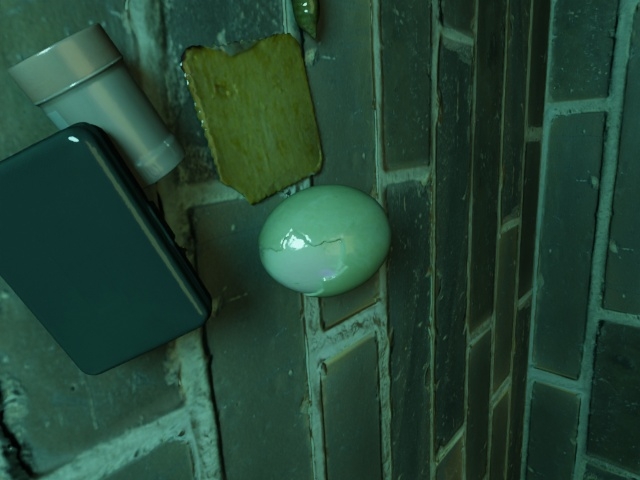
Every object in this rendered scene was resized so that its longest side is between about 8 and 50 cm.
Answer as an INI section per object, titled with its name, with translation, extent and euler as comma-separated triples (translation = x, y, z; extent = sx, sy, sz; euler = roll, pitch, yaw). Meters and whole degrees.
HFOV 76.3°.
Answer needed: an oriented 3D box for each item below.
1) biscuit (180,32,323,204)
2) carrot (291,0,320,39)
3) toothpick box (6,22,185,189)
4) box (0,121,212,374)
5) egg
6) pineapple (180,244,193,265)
[biscuit]
translation = -0.087, -0.191, 0.643
extent = 0.232, 0.013, 0.236
euler = -34, 119, -40
[carrot]
translation = -0.042, -0.487, 0.608
extent = 0.070, 0.070, 0.342
euler = -30, 119, -41
[toothpick box]
translation = -0.228, -0.133, 0.433
extent = 0.098, 0.099, 0.148
euler = -51, 130, -30
[box]
translation = -0.231, 0.018, 0.411
extent = 0.160, 0.050, 0.230
euler = -26, 110, 3
[egg]
translation = 0.000, 0.000, 0.652
extent = 0.217, 0.183, 0.182
euler = -4, 100, -33
[pineapple]
translation = -0.221, 0.018, 0.500
extent = 0.124, 0.058, 0.058
euler = -7, 102, -48
